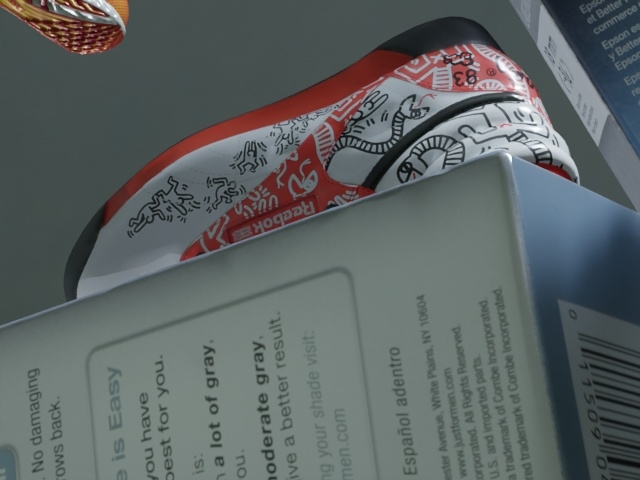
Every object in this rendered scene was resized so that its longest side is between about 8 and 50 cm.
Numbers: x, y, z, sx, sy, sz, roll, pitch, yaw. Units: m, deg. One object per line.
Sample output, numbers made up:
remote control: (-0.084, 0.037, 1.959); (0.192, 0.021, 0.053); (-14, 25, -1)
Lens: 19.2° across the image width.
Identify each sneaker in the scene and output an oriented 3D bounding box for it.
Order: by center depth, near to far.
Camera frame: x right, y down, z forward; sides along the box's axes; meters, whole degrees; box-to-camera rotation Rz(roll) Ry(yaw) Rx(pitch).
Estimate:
sneaker: (0.000, -0.001, 0.967); (0.270, 0.145, 0.090); (-30, 134, 0)
sneaker: (-0.187, -0.180, 1.169); (0.175, 0.064, 0.067); (39, 37, -45)

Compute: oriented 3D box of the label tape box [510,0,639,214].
label tape box: (0.221, -0.189, 1.062); (0.241, 0.333, 0.106); (-30, 170, 1)

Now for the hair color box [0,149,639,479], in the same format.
hair color box: (-0.054, 0.120, 0.673); (0.113, 0.374, 0.185); (19, 58, -54)
